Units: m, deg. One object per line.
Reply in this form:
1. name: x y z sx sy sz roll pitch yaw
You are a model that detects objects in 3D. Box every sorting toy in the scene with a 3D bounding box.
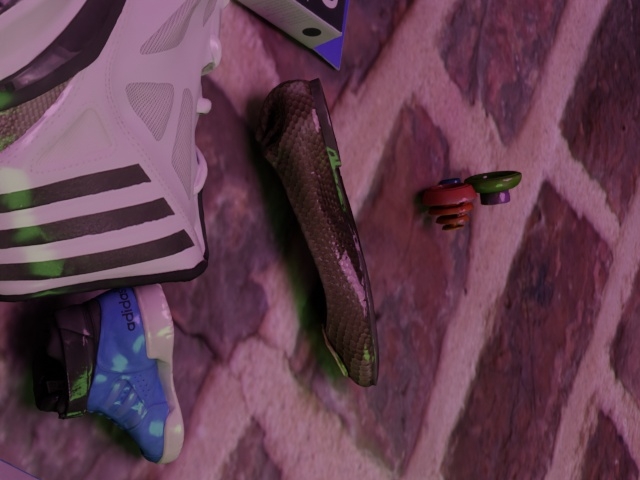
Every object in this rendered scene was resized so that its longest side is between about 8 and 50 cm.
1. sorting toy: 0.131 -0.032 1.195 0.102 0.061 0.042 -15 101 -31

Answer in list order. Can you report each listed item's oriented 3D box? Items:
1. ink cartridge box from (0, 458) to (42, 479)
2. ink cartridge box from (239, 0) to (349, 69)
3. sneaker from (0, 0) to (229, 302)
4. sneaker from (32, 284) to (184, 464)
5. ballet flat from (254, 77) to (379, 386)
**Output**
1. ink cartridge box: -0.176 0.213 0.689 0.104 0.060 0.180 -40 141 -49
2. ink cartridge box: -0.013 -0.260 1.016 0.208 0.045 0.206 27 66 -53
3. sneaker: -0.118 -0.139 0.807 0.447 0.169 0.258 -61 153 -44
4. sneaker: -0.130 0.089 0.822 0.152 0.084 0.058 93 -22 -48
5. ballet flat: 0.000 0.000 1.016 0.084 0.058 0.250 -102 178 -66
